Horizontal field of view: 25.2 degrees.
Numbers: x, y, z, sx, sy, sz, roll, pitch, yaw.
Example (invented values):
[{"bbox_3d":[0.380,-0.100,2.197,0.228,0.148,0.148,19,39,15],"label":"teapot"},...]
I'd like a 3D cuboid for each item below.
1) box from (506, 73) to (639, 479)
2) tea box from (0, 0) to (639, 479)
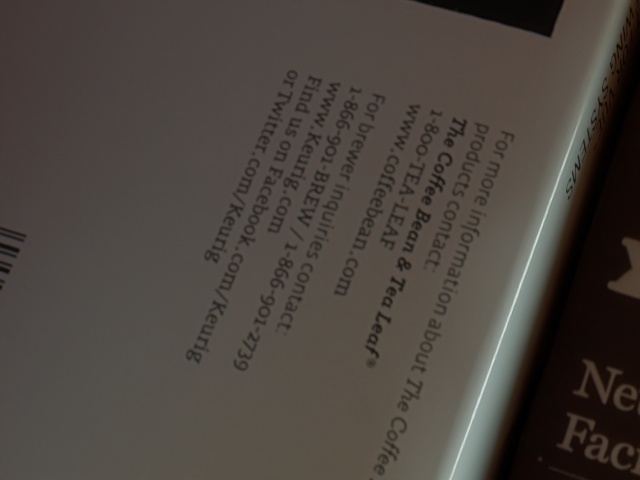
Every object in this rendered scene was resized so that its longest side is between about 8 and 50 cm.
[{"bbox_3d":[0.186,0.011,0.452,0.143,0.191,0.381,35,73,-72],"label":"box"},{"bbox_3d":[0.000,0.000,0.564,0.323,0.220,0.329,65,45,-65],"label":"tea box"}]
